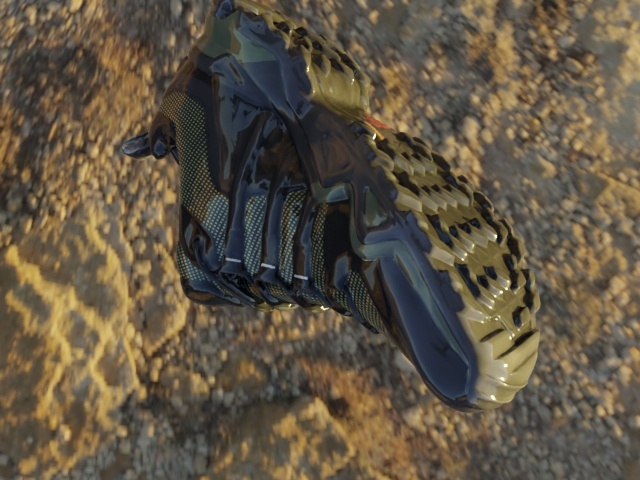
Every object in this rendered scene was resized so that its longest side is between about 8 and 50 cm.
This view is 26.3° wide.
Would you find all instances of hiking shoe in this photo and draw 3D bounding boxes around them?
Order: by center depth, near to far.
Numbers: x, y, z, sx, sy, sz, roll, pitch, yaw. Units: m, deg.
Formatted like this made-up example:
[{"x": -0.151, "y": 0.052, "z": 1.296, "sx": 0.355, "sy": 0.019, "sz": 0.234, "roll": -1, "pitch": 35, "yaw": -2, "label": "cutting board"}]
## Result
[{"x": 0.000, "y": 0.000, "z": 0.574, "sx": 0.086, "sy": 0.227, "sz": 0.114, "roll": 12, "pitch": 123, "yaw": -48, "label": "hiking shoe"}]
